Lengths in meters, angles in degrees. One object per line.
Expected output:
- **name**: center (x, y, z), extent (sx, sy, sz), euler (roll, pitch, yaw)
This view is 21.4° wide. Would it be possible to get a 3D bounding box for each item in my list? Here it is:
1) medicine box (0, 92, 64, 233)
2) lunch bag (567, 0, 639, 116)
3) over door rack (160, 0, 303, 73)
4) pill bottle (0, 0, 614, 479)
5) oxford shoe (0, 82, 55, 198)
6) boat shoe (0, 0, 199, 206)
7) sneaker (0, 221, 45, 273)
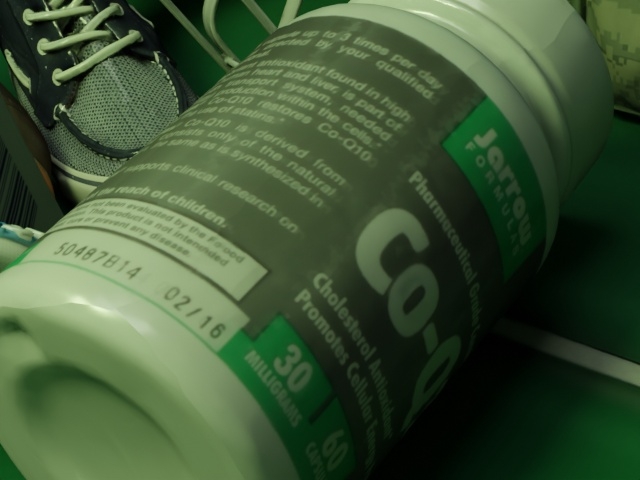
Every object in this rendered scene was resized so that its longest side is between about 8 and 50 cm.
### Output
- **medicine box**: center (-0.331, -0.008, 1.022), extent (0.289, 0.263, 0.149), euler (-10, 42, 13)
- **lunch bag**: center (0.288, -0.212, 1.103), extent (0.305, 0.212, 0.256), euler (-35, 52, -23)
- **over door rack**: center (-0.067, -0.181, 1.126), extent (0.108, 0.324, 0.239), euler (-57, 38, 0)
- **pill bottle**: center (0.000, 0.000, 0.912), extent (0.204, 0.204, 0.361), euler (10, 42, 38)
- **oxford shoe**: center (-0.326, -0.120, 1.122), extent (0.130, 0.364, 0.132), euler (-31, 41, 21)
- **boat shoe**: center (-0.183, -0.144, 1.270), extent (0.127, 0.158, 0.340), euler (-28, 33, -15)
- **sneaker**: center (-0.158, 0.052, 0.945), extent (0.071, 0.190, 0.083), euler (8, 68, 24)
